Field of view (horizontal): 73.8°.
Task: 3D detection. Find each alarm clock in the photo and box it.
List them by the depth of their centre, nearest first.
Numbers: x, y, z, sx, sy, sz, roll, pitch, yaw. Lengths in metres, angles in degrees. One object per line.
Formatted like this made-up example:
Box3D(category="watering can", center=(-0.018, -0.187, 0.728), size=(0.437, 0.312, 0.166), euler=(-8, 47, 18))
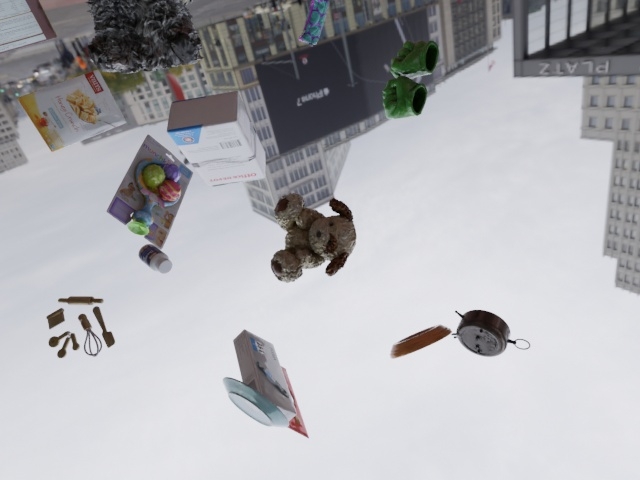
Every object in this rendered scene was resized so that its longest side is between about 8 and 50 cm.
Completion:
Box3D(category="alarm clock", center=(0.444, 0.252, 1.114), size=(0.192, 0.129, 0.064), euler=(9, -141, 27))

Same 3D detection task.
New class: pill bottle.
Box3D(category="pill bottle", center=(-0.548, 0.063, 1.420), size=(0.120, 0.067, 0.067), euler=(28, -132, 34))

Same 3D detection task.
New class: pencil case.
Box3D(category="pencil case", center=(-0.023, -0.748, 1.451), size=(0.070, 0.152, 0.064), euler=(-8, -141, -45))

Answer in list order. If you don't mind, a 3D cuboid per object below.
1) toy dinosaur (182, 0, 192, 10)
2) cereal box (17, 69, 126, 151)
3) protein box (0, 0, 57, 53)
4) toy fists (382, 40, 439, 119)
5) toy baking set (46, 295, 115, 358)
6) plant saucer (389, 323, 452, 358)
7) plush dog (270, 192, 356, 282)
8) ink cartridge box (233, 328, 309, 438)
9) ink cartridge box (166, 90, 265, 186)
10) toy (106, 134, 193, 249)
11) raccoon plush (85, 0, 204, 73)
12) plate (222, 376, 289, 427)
Box3D(category="toy dinosaur", center=(-0.436, -0.680, 1.254), size=(0.268, 0.064, 0.118), euler=(-40, -146, 18))
Box3D(category="cereal box", center=(-0.757, -0.400, 1.314), size=(0.240, 0.173, 0.047), euler=(-30, -151, -17))
Box3D(category="protein box", center=(-0.637, -0.505, 0.798), size=(0.136, 0.201, 0.200), euler=(-28, -114, -19))
Box3D(category="toy fists", center=(0.288, -0.539, 1.426), size=(0.096, 0.279, 0.142), euler=(19, 175, -41))
Box3D(category="toy baking set", center=(-0.758, 0.273, 1.359), size=(0.256, 0.197, 0.030), euler=(-5, 166, 10))
Box3D(category="plant saucer", center=(0.295, 0.298, 1.276), size=(0.199, 0.037, 0.200), euler=(-24, 167, -6))
Box3D(category="plush dog", center=(0.000, 0.000, 1.233), size=(0.225, 0.263, 0.210), euler=(-3, 167, 31))
Box3D(category="ink cartridge box", center=(-0.139, 0.443, 1.335), size=(0.066, 0.261, 0.296), euler=(-44, -144, 8))
Box3D(category="ink cartridge box", center=(-0.423, -0.417, 1.817), size=(0.285, 0.395, 0.166), euler=(-7, -116, 7))
Box3D(category="toy", center=(-0.344, -0.115, 0.915), size=(0.056, 0.137, 0.237), euler=(-17, -134, 31))
Box3D(category="raccoon plush", center=(-0.374, -0.517, 0.850), size=(0.216, 0.299, 0.446), euler=(-12, -149, -10))
Box3D(category="plate", center=(-0.157, 0.384, 0.987), size=(0.188, 0.188, 0.024), euler=(8, -134, 36))
